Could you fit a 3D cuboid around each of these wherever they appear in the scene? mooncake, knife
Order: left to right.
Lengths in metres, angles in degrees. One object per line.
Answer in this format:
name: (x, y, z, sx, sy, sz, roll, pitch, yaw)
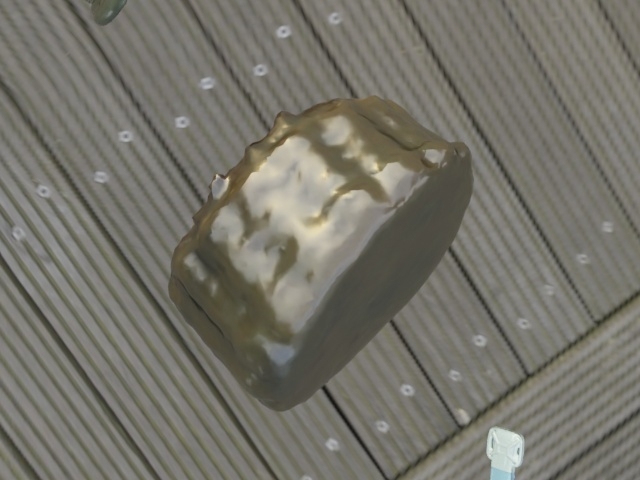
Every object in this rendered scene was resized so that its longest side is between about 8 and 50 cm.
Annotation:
mooncake: (0.000, 0.000, 0.926, 0.124, 0.228, 0.228, 40, 82, 18)
knife: (0.114, 0.165, 0.830, 0.010, 0.027, 0.096, -4, 102, -47)

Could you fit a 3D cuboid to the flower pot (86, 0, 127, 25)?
flower pot: (-0.170, -0.362, 1.223, 0.213, 0.302, 0.302, -27, 101, -13)
